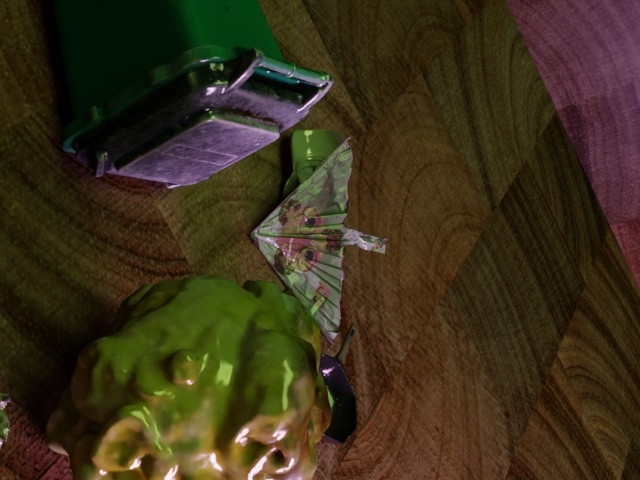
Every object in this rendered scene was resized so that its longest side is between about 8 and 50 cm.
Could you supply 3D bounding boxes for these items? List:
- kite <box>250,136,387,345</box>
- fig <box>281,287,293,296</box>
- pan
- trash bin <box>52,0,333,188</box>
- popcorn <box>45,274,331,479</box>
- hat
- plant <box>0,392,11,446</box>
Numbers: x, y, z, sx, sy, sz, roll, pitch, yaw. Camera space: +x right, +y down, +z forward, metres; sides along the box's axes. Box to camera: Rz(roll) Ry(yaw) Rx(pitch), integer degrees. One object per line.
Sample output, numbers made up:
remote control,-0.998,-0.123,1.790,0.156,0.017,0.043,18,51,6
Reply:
kite,0.000,0.000,1.990,0.267,0.013,0.323,2,92,-38
fig,-0.071,0.112,1.793,0.155,0.103,0.109,-64,150,-41
pan,0.016,0.220,1.925,0.202,0.048,0.128,-38,107,-58
trash bin,-0.192,-0.288,1.665,0.259,0.295,0.381,5,63,-59
popcorn,-0.144,0.185,1.467,0.312,0.312,0.312,36,44,-45
hat,-0.014,-0.102,2.057,0.122,0.081,0.166,-2,68,-20
plant,-0.348,0.174,1.284,0.104,0.122,0.117,41,46,-23
